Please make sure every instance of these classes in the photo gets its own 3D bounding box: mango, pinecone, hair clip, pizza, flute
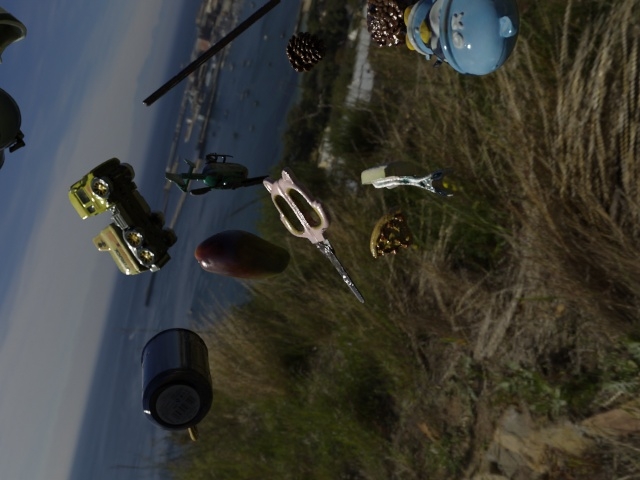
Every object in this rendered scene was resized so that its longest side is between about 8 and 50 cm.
[{"bbox_3d":[-0.218,0.039,1.614,0.111,0.267,0.133,138,138,-84],"label":"mango"},{"bbox_3d":[0.201,-0.621,1.584,0.195,0.149,0.179,-54,-41,-68],"label":"pinecone"},{"bbox_3d":[0.172,-0.133,1.223,0.218,0.159,0.071,7,99,41],"label":"hair clip"},{"bbox_3d":[-0.038,-0.476,1.453,0.109,0.102,0.102,11,88,61],"label":"pinecone"},{"bbox_3d":[0.225,-0.020,1.739,0.046,0.134,0.175,-113,38,-65],"label":"pizza"},{"bbox_3d":[-0.168,-0.295,0.897,0.269,0.014,0.014,-39,21,-2],"label":"flute"}]

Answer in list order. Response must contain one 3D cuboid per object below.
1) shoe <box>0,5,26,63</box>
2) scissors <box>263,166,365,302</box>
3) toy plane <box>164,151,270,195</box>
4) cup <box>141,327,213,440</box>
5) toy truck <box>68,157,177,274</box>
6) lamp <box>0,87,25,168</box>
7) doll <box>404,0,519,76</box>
[{"bbox_3d":[-0.869,-0.440,1.400,0.363,0.160,0.132,-63,-1,-26],"label":"shoe"},{"bbox_3d":[0.000,0.000,1.136,0.024,0.318,0.160,-42,14,-30],"label":"scissors"},{"bbox_3d":[-0.349,-0.210,1.891,0.155,0.381,0.106,38,116,32],"label":"toy plane"},{"bbox_3d":[-0.339,0.379,1.472,0.178,0.255,0.256,-42,21,-3],"label":"cup"},{"bbox_3d":[-0.470,-0.042,1.352,0.157,0.272,0.124,-22,18,22],"label":"toy truck"},{"bbox_3d":[-0.695,-0.210,1.188,0.172,0.147,0.227,-41,5,-33],"label":"lamp"},{"bbox_3d":[0.260,-0.400,1.081,0.314,0.141,0.177,-144,41,-61],"label":"doll"}]
